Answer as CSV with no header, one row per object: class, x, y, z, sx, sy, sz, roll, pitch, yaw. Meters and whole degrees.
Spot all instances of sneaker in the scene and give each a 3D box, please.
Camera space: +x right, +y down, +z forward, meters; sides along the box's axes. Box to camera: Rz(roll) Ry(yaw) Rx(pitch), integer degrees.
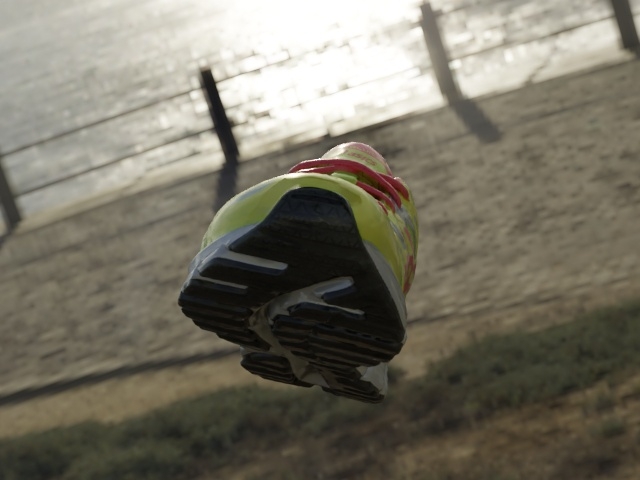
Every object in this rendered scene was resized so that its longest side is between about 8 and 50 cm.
sneaker,0.000,0.000,0.577,0.081,0.094,0.208,15,-13,3
